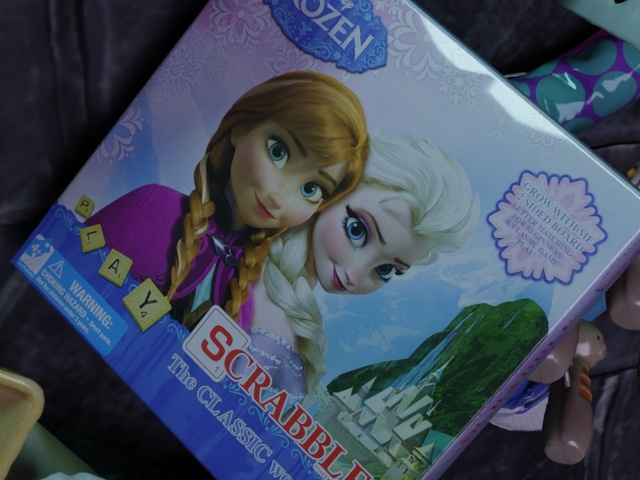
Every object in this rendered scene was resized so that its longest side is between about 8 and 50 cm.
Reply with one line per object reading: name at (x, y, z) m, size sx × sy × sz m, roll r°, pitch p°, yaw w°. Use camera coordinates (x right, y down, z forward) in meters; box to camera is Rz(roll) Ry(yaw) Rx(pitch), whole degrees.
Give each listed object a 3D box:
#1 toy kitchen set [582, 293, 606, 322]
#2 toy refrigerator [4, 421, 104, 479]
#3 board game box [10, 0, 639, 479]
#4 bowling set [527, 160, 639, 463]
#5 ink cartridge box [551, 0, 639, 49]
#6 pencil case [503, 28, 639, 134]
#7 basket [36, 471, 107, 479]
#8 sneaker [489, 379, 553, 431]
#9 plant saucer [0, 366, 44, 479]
toy kitchen set at (0.280, 0.006, 1.064) m, size 0.207 × 0.166 × 0.122 m, roll -39°, pitch 128°, yaw 3°
toy refrigerator at (-0.192, 0.263, 1.068) m, size 0.102 × 0.094 × 0.269 m, roll -33°, pitch 128°, yaw 8°
board game box at (0.000, 0.000, 0.855) m, size 0.318 × 0.319 × 0.066 m, roll -51°, pitch 162°, yaw 12°
bowling set at (0.233, 0.032, 0.951) m, size 0.200 × 0.154 × 0.287 m, roll -2°, pitch 137°, yaw 22°
ink cartridge box at (0.332, -0.259, 0.822) m, size 0.091 × 0.308 × 0.385 m, roll 37°, pitch 101°, yaw -15°
pencil case at (0.199, -0.124, 1.008) m, size 0.152 × 0.064 × 0.070 m, roll -29°, pitch 104°, yaw -5°
basket at (-0.120, 0.396, 0.962) m, size 0.331 × 0.266 × 0.328 m, roll 19°, pitch 119°, yaw -27°
sneaker at (0.139, 0.107, 1.090) m, size 0.112 × 0.131 × 0.296 m, roll -49°, pitch 128°, yaw 8°
plant saucer at (-0.408, 0.160, 0.891) m, size 0.333 × 0.081 × 0.332 m, roll 22°, pitch 110°, yaw -26°
